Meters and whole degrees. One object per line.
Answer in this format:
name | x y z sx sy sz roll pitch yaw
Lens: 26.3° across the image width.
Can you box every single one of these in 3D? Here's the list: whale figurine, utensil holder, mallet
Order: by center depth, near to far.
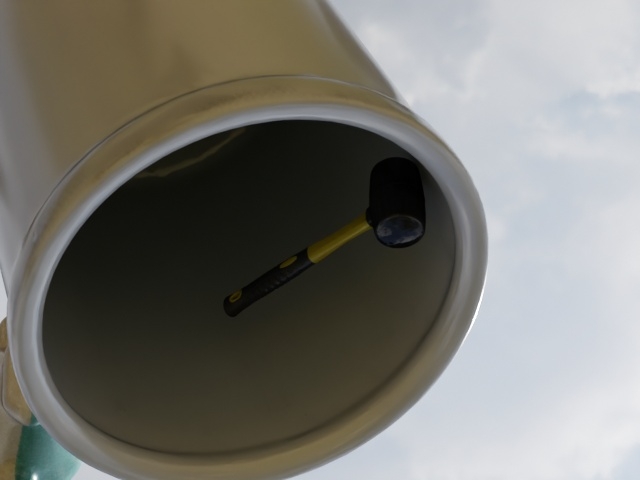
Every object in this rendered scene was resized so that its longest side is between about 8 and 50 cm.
mallet | 0.000 0.000 1.003 0.189 0.039 0.062 -27 -138 35
utensil holder | -0.095 -0.063 1.034 0.327 0.328 0.385 -12 -140 -13
whale figurine | -0.300 0.179 1.451 0.141 0.272 0.216 6 -117 -20
